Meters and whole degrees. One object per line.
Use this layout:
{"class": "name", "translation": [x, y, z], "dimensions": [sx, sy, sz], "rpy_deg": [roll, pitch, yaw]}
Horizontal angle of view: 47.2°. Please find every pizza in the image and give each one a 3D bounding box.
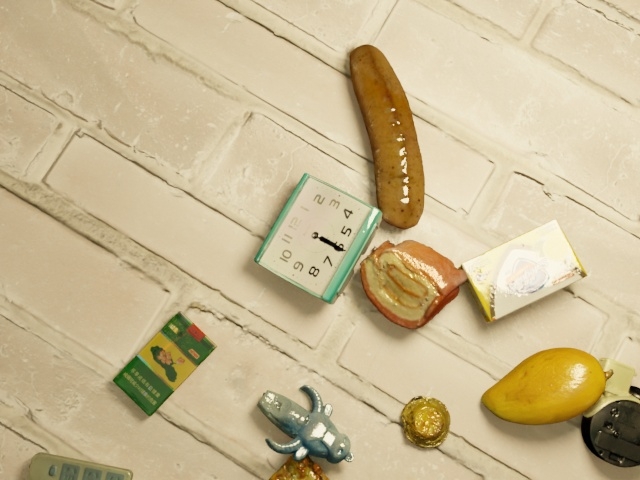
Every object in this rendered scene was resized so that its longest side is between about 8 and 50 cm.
{"class": "pizza", "translation": [-0.055, 0.574, 1.771], "dimensions": [0.174, 0.046, 0.134], "rpy_deg": [-9, 82, -2]}

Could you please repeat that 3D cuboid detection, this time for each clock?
{"class": "clock", "translation": [0.832, 0.452, 1.777], "dimensions": [0.378, 0.120, 0.277], "rpy_deg": [18, 85, 2]}
{"class": "clock", "translation": [0.000, 0.000, 1.824], "dimensions": [0.231, 0.116, 0.262], "rpy_deg": [28, 82, 15]}

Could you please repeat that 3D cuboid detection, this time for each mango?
{"class": "mango", "translation": [0.545, 0.354, 1.768], "dimensions": [0.316, 0.119, 0.177], "rpy_deg": [-22, 54, 11]}

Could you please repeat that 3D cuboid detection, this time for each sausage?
{"class": "sausage", "translation": [0.177, -0.273, 1.870], "dimensions": [0.136, 0.123, 0.501], "rpy_deg": [-15, 81, 26]}

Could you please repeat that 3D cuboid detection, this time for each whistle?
{"class": "whistle", "translation": [-0.033, 0.452, 1.768], "dimensions": [0.269, 0.093, 0.180], "rpy_deg": [33, 58, 4]}

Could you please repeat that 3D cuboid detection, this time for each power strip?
{"class": "power strip", "translation": [-0.582, 0.589, 1.758], "dimensions": [0.270, 0.046, 0.118], "rpy_deg": [11, 81, 1]}

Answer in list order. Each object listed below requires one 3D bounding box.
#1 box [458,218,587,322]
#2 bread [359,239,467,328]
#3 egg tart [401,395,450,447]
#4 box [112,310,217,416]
{"class": "box", "translation": [0.497, 0.077, 1.813], "dimensions": [0.265, 0.097, 0.168], "rpy_deg": [-24, 77, 3]}
{"class": "bread", "translation": [0.209, 0.098, 1.797], "dimensions": [0.244, 0.123, 0.190], "rpy_deg": [34, 113, 14]}
{"class": "egg tart", "translation": [0.259, 0.447, 1.796], "dimensions": [0.130, 0.052, 0.131], "rpy_deg": [0, 83, -3]}
{"class": "box", "translation": [-0.383, 0.303, 1.811], "dimensions": [0.132, 0.034, 0.235], "rpy_deg": [42, 83, 5]}
